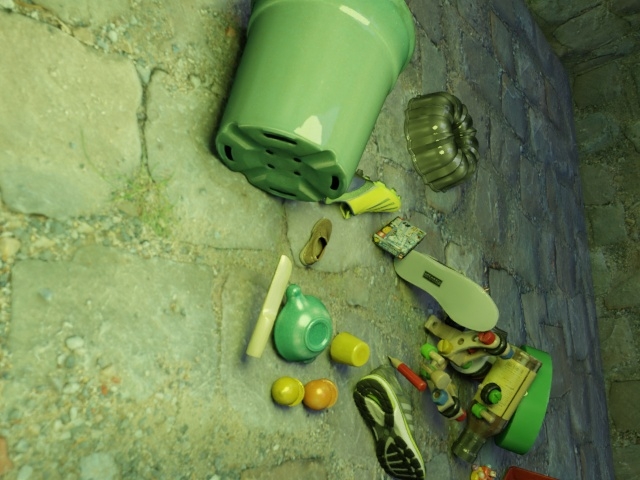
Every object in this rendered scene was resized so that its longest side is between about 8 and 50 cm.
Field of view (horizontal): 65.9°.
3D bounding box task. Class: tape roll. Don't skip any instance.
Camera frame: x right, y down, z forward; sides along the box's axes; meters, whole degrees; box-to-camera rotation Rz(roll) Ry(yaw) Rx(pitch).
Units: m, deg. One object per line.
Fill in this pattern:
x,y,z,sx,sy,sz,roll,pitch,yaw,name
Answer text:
0.622,0.488,1.527,0.321,0.077,0.321,18,90,-76,tape roll

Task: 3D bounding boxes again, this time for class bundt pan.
0.407,-0.326,1.584,0.331,0.124,0.331,17,67,-46,bundt pan

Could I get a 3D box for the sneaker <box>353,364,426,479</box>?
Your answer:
0.183,0.424,1.148,0.121,0.111,0.300,-34,109,-52,sneaker

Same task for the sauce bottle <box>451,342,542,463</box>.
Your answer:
0.482,0.455,1.379,0.111,0.111,0.344,30,93,-41,sauce bottle

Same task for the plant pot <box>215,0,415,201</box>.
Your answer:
-0.023,-0.274,0.938,0.341,0.341,0.334,34,65,-40,plant pot

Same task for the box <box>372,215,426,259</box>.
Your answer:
0.209,-0.009,1.302,0.094,0.027,0.137,35,39,19,box

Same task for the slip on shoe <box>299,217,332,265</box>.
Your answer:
0.000,0.000,1.089,0.051,0.041,0.135,56,45,-24,slip on shoe

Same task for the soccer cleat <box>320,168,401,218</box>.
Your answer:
0.098,-0.104,1.217,0.289,0.093,0.121,16,99,-51,soccer cleat

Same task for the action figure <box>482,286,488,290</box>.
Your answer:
0.495,0.223,1.541,0.280,0.139,0.091,29,58,-39,action figure

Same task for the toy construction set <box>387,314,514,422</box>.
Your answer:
0.310,0.308,1.297,0.309,0.237,0.257,11,102,-30,toy construction set

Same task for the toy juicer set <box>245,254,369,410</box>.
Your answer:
-0.051,0.202,0.959,0.209,0.089,0.329,-54,126,-20,toy juicer set

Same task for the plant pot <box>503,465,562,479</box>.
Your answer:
0.681,0.904,1.503,0.267,0.267,0.236,-27,113,-49,plant pot

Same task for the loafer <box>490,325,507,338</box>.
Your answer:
0.477,0.239,1.449,0.170,0.062,0.061,24,94,-7,loafer

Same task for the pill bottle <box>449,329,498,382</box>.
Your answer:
0.503,0.370,1.510,0.246,0.130,0.130,32,58,-40,pill bottle

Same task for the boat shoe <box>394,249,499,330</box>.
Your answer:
0.333,0.122,1.288,0.105,0.306,0.113,2,115,-54,boat shoe

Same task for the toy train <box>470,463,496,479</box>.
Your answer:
0.486,0.736,1.463,0.125,0.046,0.166,49,47,-29,toy train
